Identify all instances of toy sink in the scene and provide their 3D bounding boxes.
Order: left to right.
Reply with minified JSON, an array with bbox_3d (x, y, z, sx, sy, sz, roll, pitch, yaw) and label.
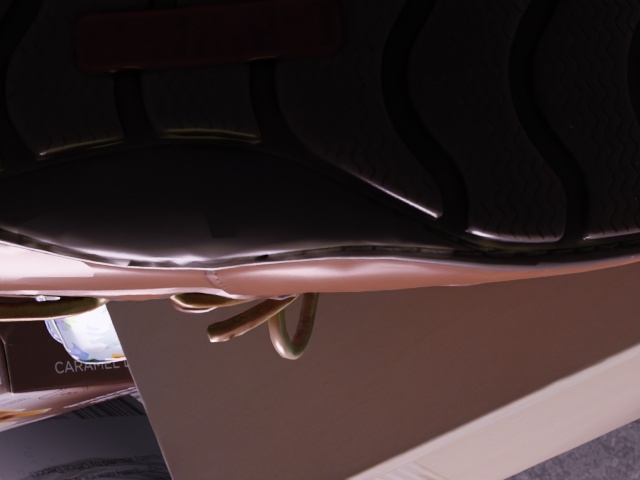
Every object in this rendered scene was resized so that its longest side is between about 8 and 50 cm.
[{"bbox_3d":[0.051,0.011,0.771,0.234,0.152,0.131,-27,160,9],"label":"toy sink"}]

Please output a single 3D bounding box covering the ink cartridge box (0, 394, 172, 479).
[{"bbox_3d":[-0.190,0.235,1.483,0.395,0.166,0.285,30,-164,30],"label":"ink cartridge box"}]

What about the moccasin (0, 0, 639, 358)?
[{"bbox_3d":[-0.030,-0.033,0.625,0.380,0.139,0.147,-10,173,-9],"label":"moccasin"}]

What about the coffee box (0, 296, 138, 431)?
[{"bbox_3d":[-0.208,0.063,1.210,0.141,0.098,0.246,-4,170,-44],"label":"coffee box"}]

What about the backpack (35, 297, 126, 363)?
[{"bbox_3d":[-0.080,-0.001,0.898,0.114,0.084,0.105,-16,137,0],"label":"backpack"}]
